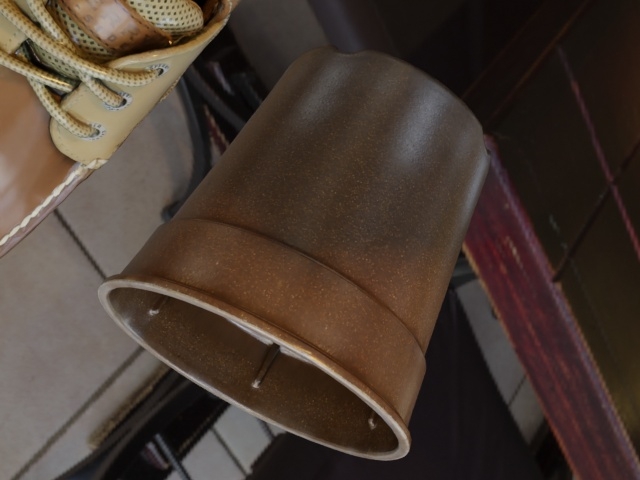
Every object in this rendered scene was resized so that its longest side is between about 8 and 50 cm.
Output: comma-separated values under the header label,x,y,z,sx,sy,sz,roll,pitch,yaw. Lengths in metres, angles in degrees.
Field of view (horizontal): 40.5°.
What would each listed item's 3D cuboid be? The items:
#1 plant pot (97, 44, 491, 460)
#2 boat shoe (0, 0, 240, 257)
label,x,y,z,sx,sy,sz,roll,pitch,yaw
plant pot,0.000,0.000,0.451,0.167,0.167,0.165,44,62,-34
boat shoe,-0.099,-0.105,0.351,0.123,0.120,0.324,36,91,-28
